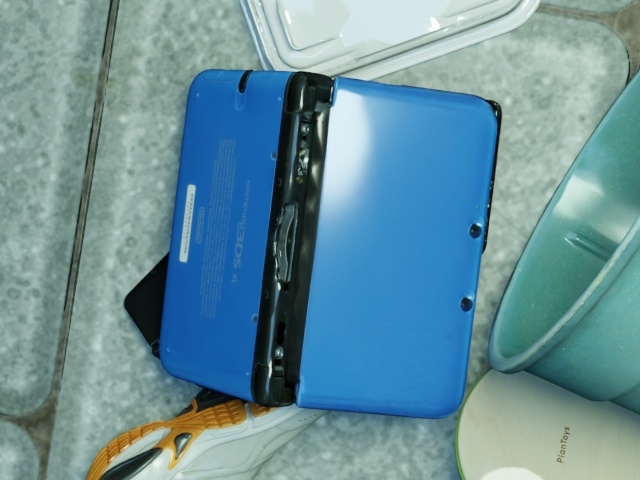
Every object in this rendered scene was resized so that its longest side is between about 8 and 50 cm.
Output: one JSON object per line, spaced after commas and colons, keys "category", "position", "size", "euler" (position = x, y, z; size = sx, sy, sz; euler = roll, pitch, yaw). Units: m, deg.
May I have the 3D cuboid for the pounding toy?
{"category": "pounding toy", "position": [0.228, 0.182, 1.222], "size": [0.183, 0.110, 0.237], "euler": [41, 73, 14]}

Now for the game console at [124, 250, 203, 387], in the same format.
{"category": "game console", "position": [-0.114, 0.064, 1.302], "size": [0.107, 0.071, 0.122], "euler": [39, 104, -27]}

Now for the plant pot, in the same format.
{"category": "plant pot", "position": [0.366, 0.039, 1.069], "size": [0.334, 0.341, 0.341], "euler": [30, 101, -3]}

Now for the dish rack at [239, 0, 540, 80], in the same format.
{"category": "dish rack", "position": [0.032, -0.319, 1.202], "size": [0.285, 0.072, 0.333], "euler": [-18, 94, 11]}

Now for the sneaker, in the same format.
{"category": "sneaker", "position": [-0.091, 0.209, 1.286], "size": [0.262, 0.099, 0.121], "euler": [-27, 118, 4]}

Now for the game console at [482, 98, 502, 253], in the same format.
{"category": "game console", "position": [0.089, -0.063, 1.208], "size": [0.124, 0.085, 0.144], "euler": [15, 102, 48]}

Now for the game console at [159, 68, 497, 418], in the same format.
{"category": "game console", "position": [0.000, 0.000, 1.212], "size": [0.250, 0.173, 0.293], "euler": [10, 93, 48]}
